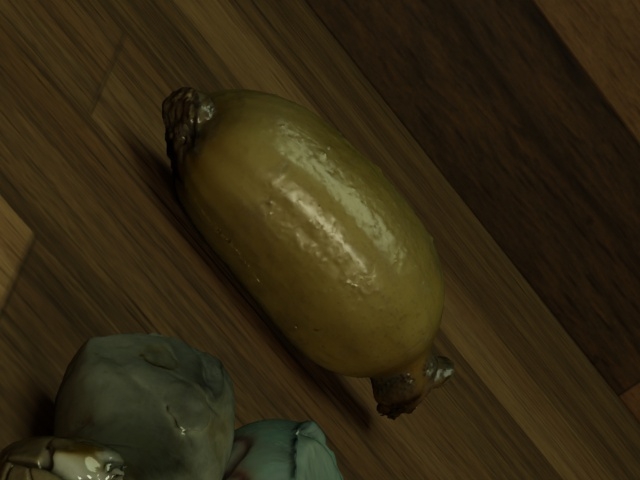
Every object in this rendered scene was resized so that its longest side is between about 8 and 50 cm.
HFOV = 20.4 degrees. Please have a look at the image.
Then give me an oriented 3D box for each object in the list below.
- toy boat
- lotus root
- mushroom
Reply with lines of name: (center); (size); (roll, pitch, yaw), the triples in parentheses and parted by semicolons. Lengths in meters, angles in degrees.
toy boat: (-0.023, 0.175, 0.876); (0.208, 0.079, 0.134); (-99, 165, -51)
lotus root: (0.002, -0.002, 1.305); (0.303, 0.131, 0.146); (50, 13, -16)
mushroom: (-0.091, 0.104, 0.785); (0.223, 0.081, 0.092); (-61, 132, -75)
